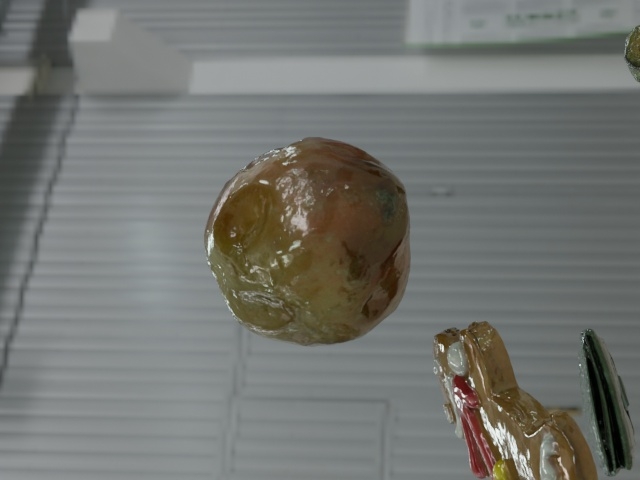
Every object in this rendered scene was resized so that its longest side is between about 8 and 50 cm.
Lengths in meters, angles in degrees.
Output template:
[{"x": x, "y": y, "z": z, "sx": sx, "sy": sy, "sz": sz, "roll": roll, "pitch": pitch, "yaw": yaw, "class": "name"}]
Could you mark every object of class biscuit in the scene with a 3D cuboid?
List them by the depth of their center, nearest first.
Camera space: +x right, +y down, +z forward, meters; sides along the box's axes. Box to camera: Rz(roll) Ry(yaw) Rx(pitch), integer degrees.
[{"x": 0.155, "y": 0.179, "z": 1.246, "sx": 0.340, "sy": 0.047, "sz": 0.216, "roll": -126, "pitch": 21, "yaw": -61, "class": "biscuit"}]

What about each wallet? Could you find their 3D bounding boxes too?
[{"x": 0.321, "y": 0.182, "z": 1.644, "sx": 0.236, "sy": 0.055, "sz": 0.160, "roll": 39, "pitch": -142, "yaw": -79, "class": "wallet"}]

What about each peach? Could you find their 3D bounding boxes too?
[{"x": 0.000, "y": 0.000, "z": 1.459, "sx": 0.235, "sy": 0.214, "sz": 0.214, "roll": -29, "pitch": 55, "yaw": 60, "class": "peach"}]

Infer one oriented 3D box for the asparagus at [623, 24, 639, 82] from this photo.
[{"x": 0.427, "y": -0.189, "z": 1.774, "sx": 0.277, "sy": 0.060, "sz": 0.067, "roll": 31, "pitch": -150, "yaw": -58, "class": "asparagus"}]
